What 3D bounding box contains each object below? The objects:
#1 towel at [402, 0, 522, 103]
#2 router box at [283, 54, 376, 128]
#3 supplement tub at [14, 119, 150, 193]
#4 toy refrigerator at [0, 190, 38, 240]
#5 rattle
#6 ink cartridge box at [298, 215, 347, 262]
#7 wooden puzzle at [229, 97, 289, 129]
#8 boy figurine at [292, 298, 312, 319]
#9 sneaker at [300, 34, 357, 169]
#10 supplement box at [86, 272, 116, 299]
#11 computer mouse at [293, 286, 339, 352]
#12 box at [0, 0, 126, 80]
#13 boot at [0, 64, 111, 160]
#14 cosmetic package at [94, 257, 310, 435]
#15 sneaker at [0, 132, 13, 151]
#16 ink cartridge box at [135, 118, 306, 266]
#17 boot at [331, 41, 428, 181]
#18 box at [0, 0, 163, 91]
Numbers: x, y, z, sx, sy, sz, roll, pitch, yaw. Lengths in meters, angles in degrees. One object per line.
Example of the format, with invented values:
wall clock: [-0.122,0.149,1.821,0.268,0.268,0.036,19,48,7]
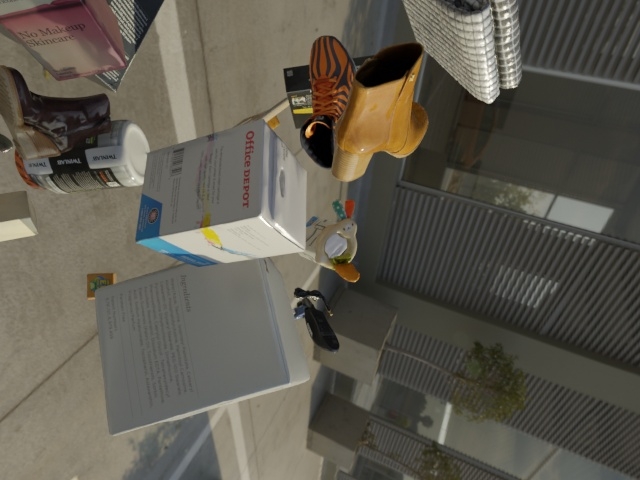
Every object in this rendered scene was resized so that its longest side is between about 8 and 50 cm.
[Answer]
towel: [0.284,-0.448,0.820,0.121,0.283,0.235,-35,145,11]
router box: [0.055,-0.448,1.247,0.243,0.309,0.081,76,6,-81]
supplement tub: [-0.684,-0.240,1.186,0.193,0.316,0.193,-7,90,-90]
toy refrigerator: [-0.938,-0.047,1.102,0.270,0.102,0.094,-15,152,-26]
rattle: [0.069,-0.010,1.082,0.199,0.130,0.143,-65,-169,3]
ink cartridge box: [0.000,0.000,1.490,0.148,0.203,0.086,-47,120,-15]
wooden puzzle: [-0.311,-0.453,1.707,0.080,0.348,0.322,58,46,-23]
boy figurine: [-0.171,0.317,1.612,0.285,0.092,0.177,-15,164,-33]
sneaker: [0.020,-0.327,0.980,0.180,0.125,0.321,-44,126,-61]
supplement box: [-0.699,0.142,1.302,0.233,0.080,0.078,172,-83,-67]
computer mouse: [-0.003,0.289,1.453,0.060,0.262,0.184,-40,157,19]
box: [-0.480,-0.421,0.739,0.232,0.149,0.126,107,-32,-79]
boot: [-0.565,-0.291,0.876,0.207,0.090,0.248,-39,170,-36]
cosmetic package: [-0.272,0.245,1.016,0.329,0.394,0.327,71,2,-71]
sneaker: [-1.137,-0.371,1.365,0.072,0.077,0.178,-50,138,-22]
ink cartridge box: [-0.159,-0.067,0.702,0.168,0.233,0.171,41,44,-60]
boot: [0.134,-0.236,0.691,0.295,0.104,0.211,-40,163,-33]
box: [-0.877,-0.878,1.418,0.471,0.480,0.297,-63,-179,-3]
